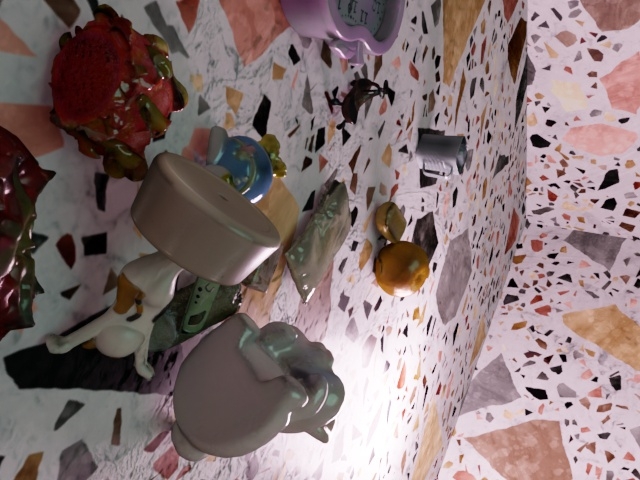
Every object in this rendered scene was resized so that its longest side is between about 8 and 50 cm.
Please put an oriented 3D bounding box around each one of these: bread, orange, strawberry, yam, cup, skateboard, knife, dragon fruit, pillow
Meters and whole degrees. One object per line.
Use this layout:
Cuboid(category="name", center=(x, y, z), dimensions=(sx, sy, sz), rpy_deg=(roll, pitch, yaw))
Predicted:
Cuboid(category="bread", center=(0.174, -0.047, 1.525), dimensions=(0.115, 0.056, 0.082), rpy_deg=(45, 63, -50))
Cuboid(category="orange", center=(0.211, 0.072, 1.576), dimensions=(0.155, 0.134, 0.154), rpy_deg=(-21, 126, -32))
Cuboid(category="strawberry", center=(-0.328, -0.011, 0.487), dimensions=(0.202, 0.184, 0.186), rpy_deg=(2, 136, -24))
Cuboid(category="yam", center=(0.189, -0.039, 1.593), dimensions=(0.116, 0.021, 0.021), rpy_deg=(-57, 146, -33))
Cuboid(category="cup", center=(0.343, -0.232, 1.691), dimensions=(0.095, 0.130, 0.128), rpy_deg=(51, 55, -55))
Cuboid(category="skateboard", center=(0.084, -0.293, 1.233), dimensions=(0.151, 0.080, 0.067), rpy_deg=(-57, 140, -40))
Cuboid(category="knife", center=(-0.154, 0.024, 0.895), dimensions=(0.043, 0.020, 0.293), rpy_deg=(38, 41, -24))
Cuboid(category="yam", center=(-0.188, 0.101, 0.876), dimensions=(0.179, 0.078, 0.078), rpy_deg=(-24, 121, -57))
Cuboid(category="dragon fruit", center=(-0.225, -0.147, 0.667), dimensions=(0.150, 0.133, 0.207), rpy_deg=(-25, 144, -27))
Cuboid(category="pillow", center=(0.000, 0.000, 1.223), dimensions=(0.229, 0.050, 0.148), rpy_deg=(-55, 141, -32))

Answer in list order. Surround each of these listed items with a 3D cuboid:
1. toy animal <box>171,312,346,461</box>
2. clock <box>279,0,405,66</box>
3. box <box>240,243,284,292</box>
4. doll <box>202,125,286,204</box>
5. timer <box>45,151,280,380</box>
Cuboid(category="toy animal", center=(-0.086, 0.263, 1.015), dimensions=(0.241, 0.196, 0.368), rpy_deg=(-44, 154, 15))
Cuboid(category="clock", center=(0.052, -0.483, 1.077), dimensions=(0.338, 0.102, 0.338), rpy_deg=(-34, 130, -53))
Cuboid(category="box", center=(-0.106, 0.037, 1.039), dimensions=(0.062, 0.045, 0.098), rpy_deg=(41, 65, -58))
Cuboid(category="doll", center=(-0.143, -0.083, 0.867), dimensions=(0.241, 0.099, 0.135), rpy_deg=(-44, 158, -50))
Cuboid(category="timer", center=(-0.195, 0.049, 0.718), dimensions=(0.266, 0.175, 0.175), rpy_deg=(-51, 154, 9))
